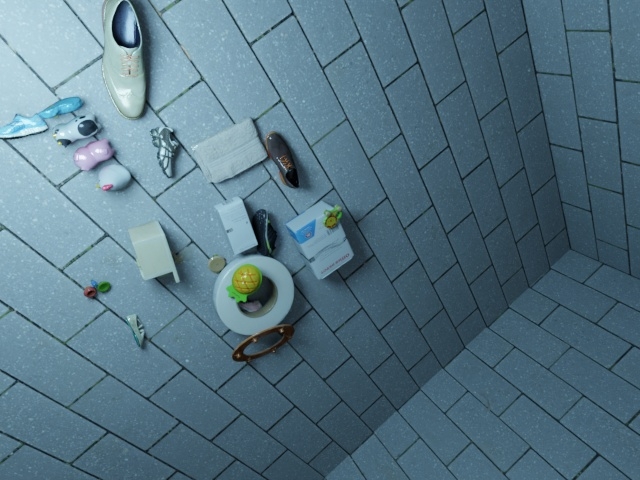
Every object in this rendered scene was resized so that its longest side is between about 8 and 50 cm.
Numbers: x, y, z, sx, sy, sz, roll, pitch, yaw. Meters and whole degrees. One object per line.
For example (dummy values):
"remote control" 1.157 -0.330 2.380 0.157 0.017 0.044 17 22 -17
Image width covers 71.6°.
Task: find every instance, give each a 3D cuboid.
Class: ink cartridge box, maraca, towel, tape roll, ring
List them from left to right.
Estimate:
"towel" -0.369 -0.364 1.814 0.282 0.049 0.187 -32 125 -14
"maraca" -0.337 0.189 1.960 0.127 0.099 0.185 36 98 -1
"tape roll" -0.310 0.256 2.089 0.392 0.072 0.391 -7 104 -28
"ring" -0.277 0.520 2.202 0.337 0.032 0.336 -24 153 -13
"ink cartridge box" 0.000 0.000 2.150 0.223 0.129 0.307 -34 124 -13

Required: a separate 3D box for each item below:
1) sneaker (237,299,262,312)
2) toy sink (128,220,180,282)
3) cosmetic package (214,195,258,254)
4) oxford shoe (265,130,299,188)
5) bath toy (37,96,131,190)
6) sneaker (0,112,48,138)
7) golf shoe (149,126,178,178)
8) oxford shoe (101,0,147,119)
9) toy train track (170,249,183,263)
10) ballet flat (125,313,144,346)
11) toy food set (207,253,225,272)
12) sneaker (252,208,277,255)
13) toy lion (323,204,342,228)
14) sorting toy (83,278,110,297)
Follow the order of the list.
"sneaker" -0.341 0.312 2.158 0.134 0.051 0.070 32 77 -27
"toy sink" -0.672 0.066 1.782 0.131 0.153 0.234 -20 122 -21
"cosmetic package" -0.367 -0.065 1.937 0.117 0.085 0.231 -26 122 -16
"oxford shoe" -0.151 -0.345 1.916 0.097 0.098 0.271 -35 125 -11
"bath toy" -0.808 -0.310 1.539 0.152 0.129 0.348 -14 125 16
"sneaker" -0.992 -0.376 1.454 0.162 0.063 0.073 -22 104 -25
"golf shoe" -0.580 -0.334 1.690 0.094 0.077 0.198 -18 122 -22
"oxford shoe" -0.654 -0.597 1.475 0.141 0.146 0.396 -12 119 -25
"toy train track" -0.619 0.071 1.900 0.048 0.014 0.083 -40 126 -8
"ballet flat" -0.794 0.391 1.929 0.052 0.057 0.168 -27 124 -28
"toy food set" -0.467 0.105 2.000 0.082 0.020 0.083 -48 126 -2
"sneaker" -0.249 -0.042 2.036 0.097 0.084 0.234 -28 129 -45
"toy lion" 0.055 -0.105 2.038 0.100 0.034 0.096 -26 128 -19
"sorting toy" -0.903 0.185 1.781 0.102 0.042 0.061 -29 140 -30
